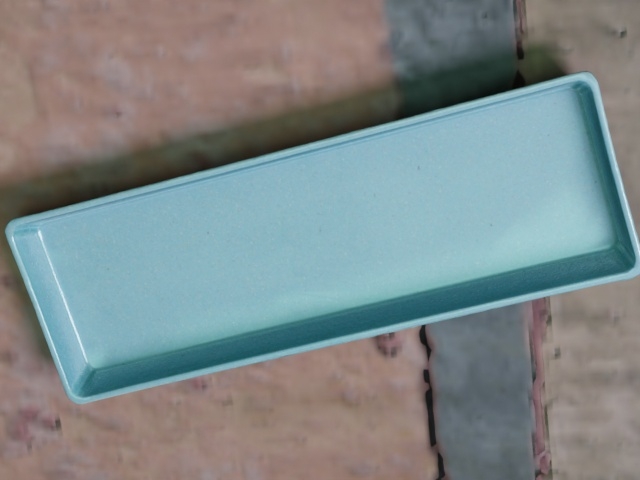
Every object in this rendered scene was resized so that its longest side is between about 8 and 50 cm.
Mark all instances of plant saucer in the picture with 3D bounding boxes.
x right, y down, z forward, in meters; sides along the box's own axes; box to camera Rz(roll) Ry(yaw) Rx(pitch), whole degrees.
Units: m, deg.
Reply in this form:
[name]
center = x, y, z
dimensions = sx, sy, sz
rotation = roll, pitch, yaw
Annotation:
[plant saucer]
center = 0.000, 0.000, 0.544
dimensions = 0.192, 0.018, 0.067
rotation = -14, 108, 12
